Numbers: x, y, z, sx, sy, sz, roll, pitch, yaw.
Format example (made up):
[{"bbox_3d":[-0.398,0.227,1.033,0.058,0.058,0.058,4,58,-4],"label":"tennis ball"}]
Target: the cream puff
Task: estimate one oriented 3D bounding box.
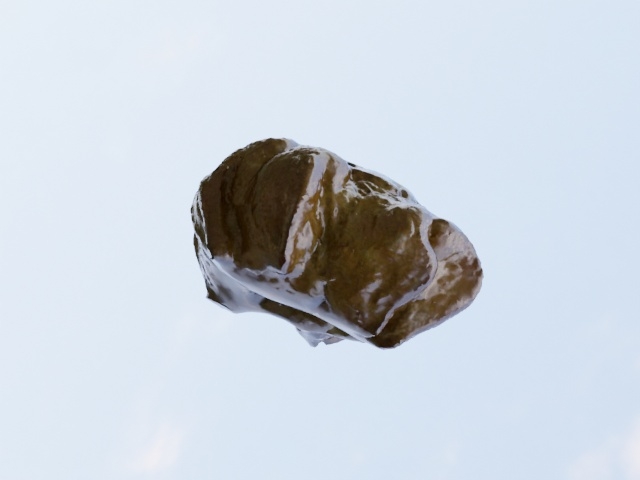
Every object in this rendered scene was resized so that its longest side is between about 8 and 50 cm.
[{"bbox_3d":[0.000,0.000,1.645,0.155,0.241,0.269,-65,-165,-15],"label":"cream puff"}]
